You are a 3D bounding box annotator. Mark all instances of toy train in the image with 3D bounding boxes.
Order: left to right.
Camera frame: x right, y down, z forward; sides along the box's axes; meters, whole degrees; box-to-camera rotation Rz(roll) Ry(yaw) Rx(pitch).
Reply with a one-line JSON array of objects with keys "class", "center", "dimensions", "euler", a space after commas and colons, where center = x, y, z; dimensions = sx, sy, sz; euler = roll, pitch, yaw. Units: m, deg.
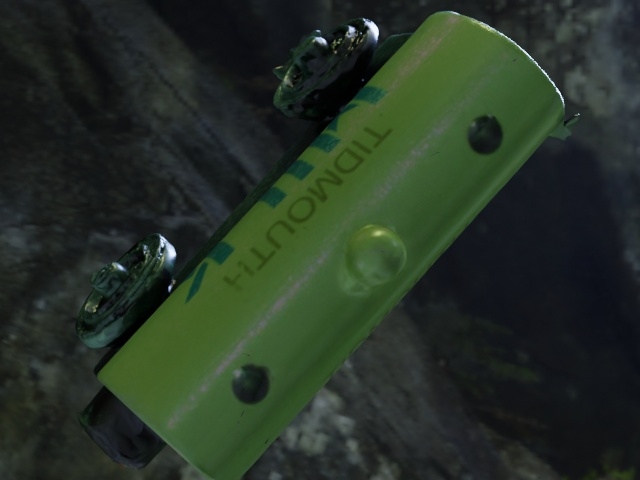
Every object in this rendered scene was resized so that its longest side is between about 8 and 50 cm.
[{"class": "toy train", "center": [0.000, 0.000, 0.675], "dimensions": [0.253, 0.157, 0.105], "euler": [-47, -72, -9]}]
